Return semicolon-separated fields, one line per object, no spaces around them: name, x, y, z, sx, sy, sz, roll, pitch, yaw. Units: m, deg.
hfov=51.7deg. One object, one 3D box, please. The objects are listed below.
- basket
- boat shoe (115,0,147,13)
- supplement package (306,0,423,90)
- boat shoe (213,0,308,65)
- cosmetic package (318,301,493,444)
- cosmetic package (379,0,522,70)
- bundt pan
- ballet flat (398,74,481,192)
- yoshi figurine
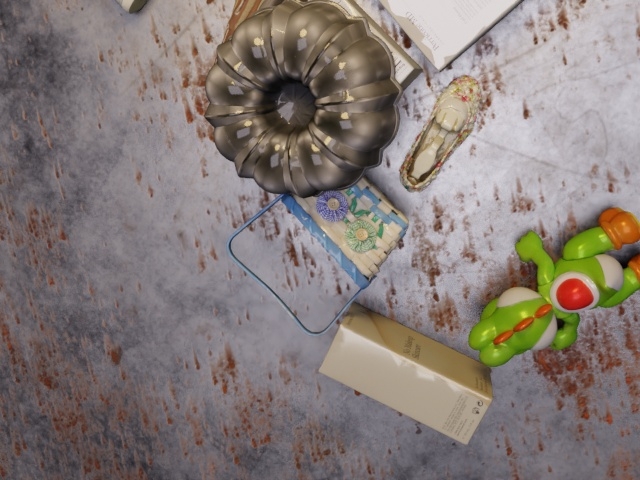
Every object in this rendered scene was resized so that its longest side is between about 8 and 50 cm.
basket;0.000;0.000;1.240;0.255;0.201;0.289;44;97;-1
boat shoe;-0.332;-0.545;1.251;0.081;0.079;0.227;39;110;-3
supplement package;0.052;-0.318;1.161;0.203;0.194;0.149;46;109;0
boat shoe;-0.105;-0.419;1.227;0.324;0.123;0.116;-49;56;26
cosmetic package;0.168;0.252;1.286;0.310;0.160;0.113;26;105;4
cosmetic package;0.195;-0.528;1.135;0.284;0.097;0.377;-39;92;16
bundt pan;-0.043;-0.215;1.047;0.331;0.124;0.330;6;109;16
ballet flat;0.223;-0.190;1.216;0.091;0.077;0.240;28;106;5
yoshi figurine;0.428;0.101;1.218;0.362;0.203;0.203;-34;135;3
